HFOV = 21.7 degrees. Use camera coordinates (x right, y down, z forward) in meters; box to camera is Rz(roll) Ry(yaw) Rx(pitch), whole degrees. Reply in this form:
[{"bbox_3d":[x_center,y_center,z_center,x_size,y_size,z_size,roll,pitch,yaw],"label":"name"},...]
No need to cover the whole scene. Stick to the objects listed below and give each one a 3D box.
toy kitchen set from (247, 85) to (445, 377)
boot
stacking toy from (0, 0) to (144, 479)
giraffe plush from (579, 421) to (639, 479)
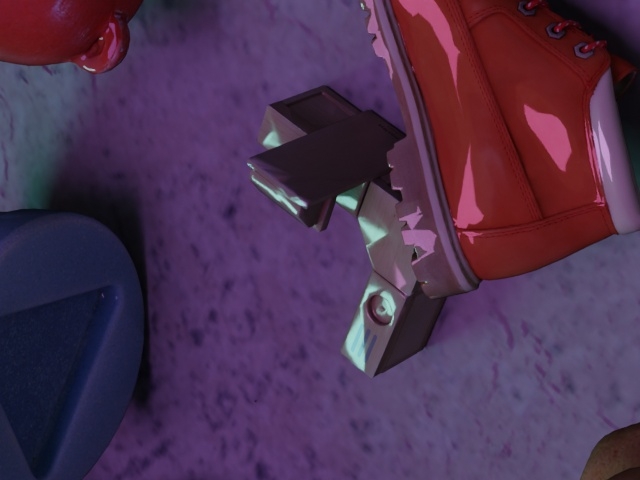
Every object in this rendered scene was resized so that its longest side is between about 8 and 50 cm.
[{"bbox_3d":[0.000,0.000,0.617,0.083,0.068,0.075,38,129,24],"label":"toy kitchen set"},{"bbox_3d":[0.059,-0.066,0.554,0.084,0.059,0.158,-14,85,17],"label":"boot"},{"bbox_3d":[-0.169,-0.006,0.628,0.130,0.279,0.309,15,118,31],"label":"stacking toy"},{"bbox_3d":[0.160,0.164,0.495,0.170,0.181,0.210,2,99,19],"label":"giraffe plush"}]
